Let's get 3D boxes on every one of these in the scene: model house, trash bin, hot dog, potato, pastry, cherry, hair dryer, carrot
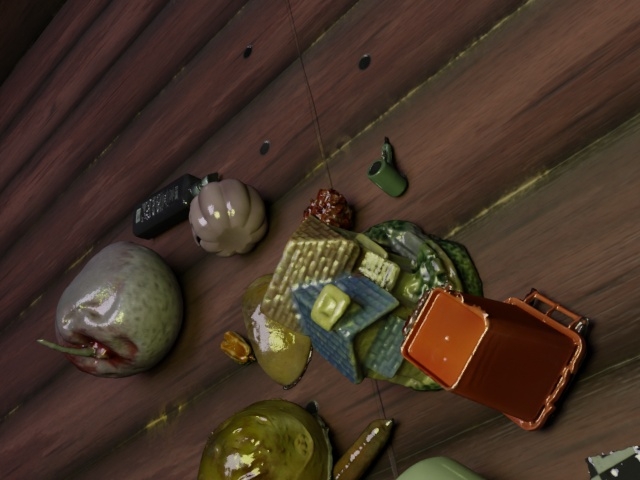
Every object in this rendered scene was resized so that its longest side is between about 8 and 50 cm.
[{"bbox_3d":[0.073,0.081,1.277,0.321,0.266,0.261,37,106,48],"label":"model house"},{"bbox_3d":[0.247,0.145,1.074,0.161,0.239,0.184,35,99,49],"label":"trash bin"},{"bbox_3d":[-0.177,0.237,1.653,0.133,0.041,0.056,22,91,57],"label":"hot dog"},{"bbox_3d":[-0.089,0.156,1.540,0.120,0.100,0.261,-36,51,33],"label":"potato"},{"bbox_3d":[-0.001,-0.001,1.513,0.115,0.097,0.208,27,95,43],"label":"pastry"},{"bbox_3d":[-0.124,0.388,1.357,0.246,0.196,0.300,-55,23,-3],"label":"potato"},{"bbox_3d":[-0.472,0.161,1.812,0.326,0.291,0.334,-16,46,62],"label":"cherry"},{"bbox_3d":[0.127,-0.153,1.477,0.047,0.071,0.150,-33,35,29],"label":"hair dryer"},{"bbox_3d":[0.025,0.434,1.330,0.342,0.070,0.070,-53,43,10],"label":"carrot"}]

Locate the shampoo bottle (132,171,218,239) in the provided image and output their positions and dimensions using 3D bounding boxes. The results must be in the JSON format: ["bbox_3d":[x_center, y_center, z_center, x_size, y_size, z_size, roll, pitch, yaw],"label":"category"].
[{"bbox_3d":[-0.379,-0.099,1.983,0.310,0.071,0.098,-25,56,39],"label":"shampoo bottle"}]

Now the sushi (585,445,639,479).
[{"bbox_3d":[0.470,0.380,0.864,0.320,0.069,0.339,-28,55,37],"label":"sushi"}]

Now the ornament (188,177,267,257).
[{"bbox_3d":[-0.208,-0.055,1.706,0.178,0.178,0.177,-21,59,41],"label":"ornament"}]

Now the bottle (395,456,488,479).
[{"bbox_3d":[0.242,0.438,0.975,0.352,0.229,0.229,22,90,50],"label":"bottle"}]
